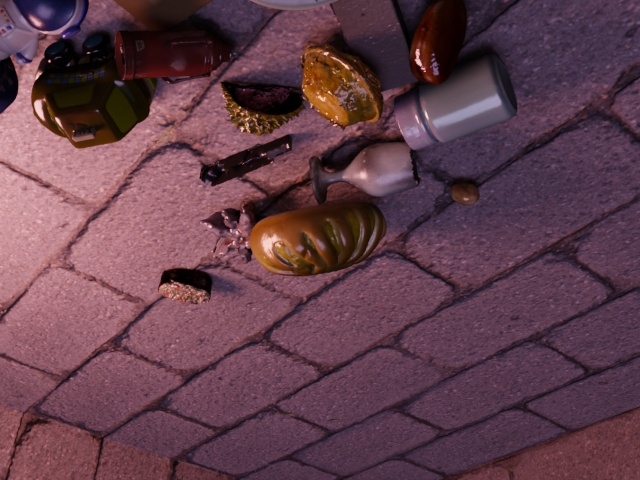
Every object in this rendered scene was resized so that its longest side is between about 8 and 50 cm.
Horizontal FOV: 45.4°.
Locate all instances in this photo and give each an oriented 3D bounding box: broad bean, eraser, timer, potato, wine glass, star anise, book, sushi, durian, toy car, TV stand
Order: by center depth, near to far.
[{"bbox_3d":[-0.346,-0.508,1.375,0.216,0.021,0.310,-17,140,41],"label":"book"},{"bbox_3d":[-0.604,-0.392,1.427,0.383,0.270,0.270,-28,134,13],"label":"timer"},{"bbox_3d":[0.087,-0.436,1.435,0.111,0.077,0.353,-13,139,15],"label":"eraser"},{"bbox_3d":[0.228,-0.382,1.451,0.084,0.165,0.114,25,-178,30],"label":"broad bean"},{"bbox_3d":[-0.472,-0.279,1.565,0.247,0.198,0.204,-7,141,12],"label":"toy car"},{"bbox_3d":[-0.126,-0.260,1.635,0.186,0.119,0.108,5,138,-5],"label":"durian"},{"bbox_3d":[0.103,-0.155,1.753,0.241,0.127,0.126,-7,141,16],"label":"wine glass"},{"bbox_3d":[-0.173,-0.186,1.798,0.249,0.036,0.042,-19,136,25],"label":"TV stand"},{"bbox_3d":[0.352,-0.110,1.849,0.062,0.068,0.083,-47,149,-2],"label":"potato"},{"bbox_3d":[-0.199,-0.021,1.966,0.229,0.093,0.236,11,143,-12],"label":"star anise"},{"bbox_3d":[-0.384,0.131,2.184,0.150,0.078,0.091,14,140,-13],"label":"sushi"}]

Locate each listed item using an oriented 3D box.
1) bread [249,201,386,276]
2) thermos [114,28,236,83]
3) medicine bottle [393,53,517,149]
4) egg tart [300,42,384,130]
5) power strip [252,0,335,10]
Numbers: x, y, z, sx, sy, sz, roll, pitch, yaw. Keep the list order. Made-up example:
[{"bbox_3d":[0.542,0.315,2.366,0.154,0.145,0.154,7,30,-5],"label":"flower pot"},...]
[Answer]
[{"bbox_3d":[0.000,0.000,1.817,0.332,0.160,0.333,-11,179,0],"label":"bread"},{"bbox_3d":[-0.276,-0.367,1.496,0.231,0.099,0.124,-8,171,-23],"label":"thermos"},{"bbox_3d":[0.276,-0.280,1.570,0.225,0.139,0.139,-19,137,24],"label":"medicine bottle"},{"bbox_3d":[0.032,-0.300,1.530,0.212,0.090,0.213,37,163,13],"label":"egg tart"},{"bbox_3d":[-0.046,-0.530,1.174,0.357,0.161,0.358,-5,128,-7],"label":"power strip"}]
